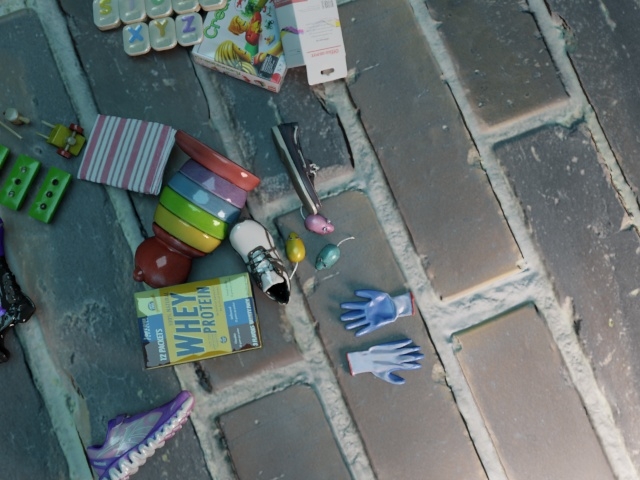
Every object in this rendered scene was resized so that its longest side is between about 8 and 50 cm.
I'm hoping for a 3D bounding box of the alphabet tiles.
[{"bbox_3d":[-0.339,-0.526,1.461,0.283,0.021,0.278,-9,77,5],"label":"alphabet tiles"}]

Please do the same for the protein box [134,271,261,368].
[{"bbox_3d":[-0.218,0.152,1.301,0.201,0.200,0.136,-10,82,-5],"label":"protein box"}]

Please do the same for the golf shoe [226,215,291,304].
[{"bbox_3d":[-0.106,0.041,1.337,0.077,0.094,0.198,-34,122,0],"label":"golf shoe"}]

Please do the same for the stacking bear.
[{"bbox_3d":[-0.255,-0.036,1.352,0.164,0.175,0.289,33,93,34],"label":"stacking bear"}]

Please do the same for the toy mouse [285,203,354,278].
[{"bbox_3d":[0.000,0.000,1.424,0.142,0.031,0.161,-3,81,-4],"label":"toy mouse"}]

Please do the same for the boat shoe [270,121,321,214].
[{"bbox_3d":[-0.035,-0.152,1.422,0.064,0.075,0.206,-22,75,-11],"label":"boat shoe"}]

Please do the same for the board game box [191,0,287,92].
[{"bbox_3d":[-0.125,-0.487,1.480,0.192,0.053,0.306,20,81,0],"label":"board game box"}]

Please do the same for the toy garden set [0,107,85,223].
[{"bbox_3d":[-0.606,-0.169,1.404,0.244,0.049,0.204,23,82,1],"label":"toy garden set"}]

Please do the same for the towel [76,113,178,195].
[{"bbox_3d":[-0.387,-0.172,1.403,0.196,0.029,0.144,12,79,21],"label":"towel"}]

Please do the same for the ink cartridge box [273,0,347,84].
[{"bbox_3d":[-0.019,-0.422,1.430,0.115,0.067,0.198,-22,108,-36],"label":"ink cartridge box"}]

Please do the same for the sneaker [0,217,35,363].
[{"bbox_3d":[-0.615,0.099,1.340,0.146,0.102,0.294,9,85,-6],"label":"sneaker"}]

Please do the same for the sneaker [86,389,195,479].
[{"bbox_3d":[-0.344,0.358,1.319,0.236,0.095,0.104,-42,78,-8],"label":"sneaker"}]

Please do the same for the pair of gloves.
[{"bbox_3d":[0.123,0.192,1.408,0.159,0.023,0.198,-8,81,-5],"label":"pair of gloves"}]
